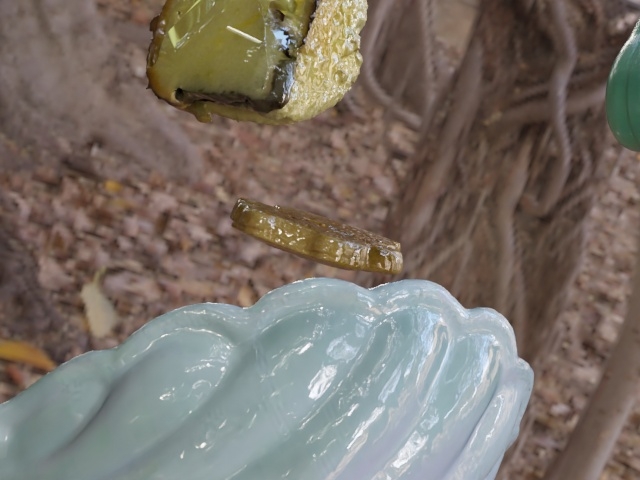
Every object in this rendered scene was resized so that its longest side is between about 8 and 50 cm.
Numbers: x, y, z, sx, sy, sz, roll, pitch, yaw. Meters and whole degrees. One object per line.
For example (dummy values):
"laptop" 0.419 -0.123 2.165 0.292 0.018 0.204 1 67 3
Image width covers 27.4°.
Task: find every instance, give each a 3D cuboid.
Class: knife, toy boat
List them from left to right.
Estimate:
"toy boat" -0.036 0.115 0.611 0.290 0.199 0.100 -7 46 -1
"knife" 0.202 -0.162 0.713 0.035 0.260 0.063 0 -31 41

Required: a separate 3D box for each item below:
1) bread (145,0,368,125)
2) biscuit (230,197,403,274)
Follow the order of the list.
"bread" -0.067 -0.220 1.388 0.204 0.262 0.162 13 -27 24
"biscuit" 0.000 0.000 1.210 0.166 0.036 0.225 18 5 10
